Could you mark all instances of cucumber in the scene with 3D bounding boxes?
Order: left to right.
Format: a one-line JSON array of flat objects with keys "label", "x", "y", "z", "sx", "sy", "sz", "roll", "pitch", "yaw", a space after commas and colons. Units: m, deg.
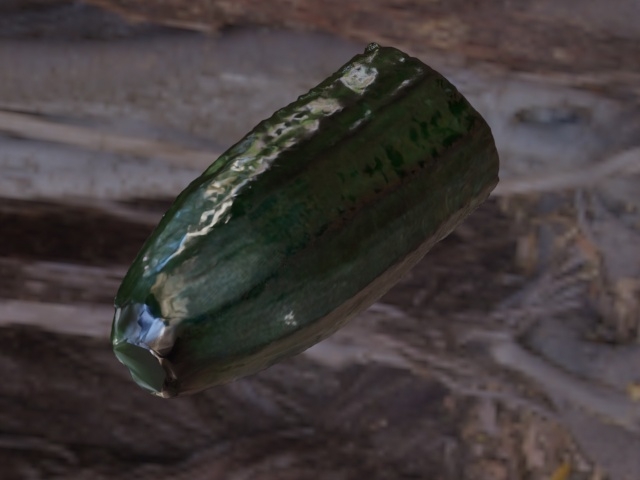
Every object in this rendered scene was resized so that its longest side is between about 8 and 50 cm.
[{"label": "cucumber", "x": 0.000, "y": 0.000, "z": 0.779, "sx": 0.244, "sy": 0.063, "sz": 0.115, "roll": -40, "pitch": -55, "yaw": -40}]
